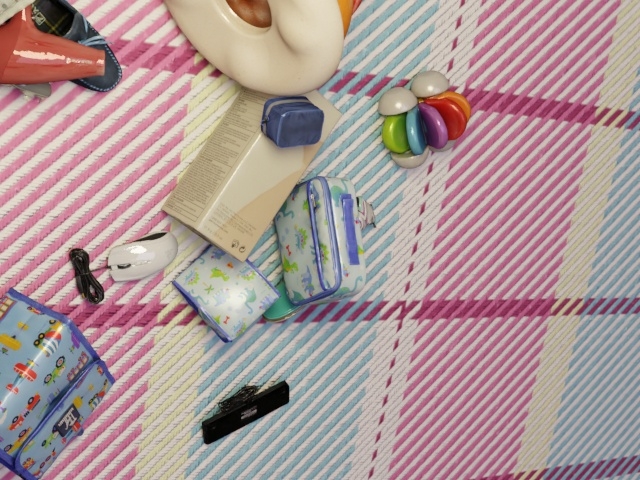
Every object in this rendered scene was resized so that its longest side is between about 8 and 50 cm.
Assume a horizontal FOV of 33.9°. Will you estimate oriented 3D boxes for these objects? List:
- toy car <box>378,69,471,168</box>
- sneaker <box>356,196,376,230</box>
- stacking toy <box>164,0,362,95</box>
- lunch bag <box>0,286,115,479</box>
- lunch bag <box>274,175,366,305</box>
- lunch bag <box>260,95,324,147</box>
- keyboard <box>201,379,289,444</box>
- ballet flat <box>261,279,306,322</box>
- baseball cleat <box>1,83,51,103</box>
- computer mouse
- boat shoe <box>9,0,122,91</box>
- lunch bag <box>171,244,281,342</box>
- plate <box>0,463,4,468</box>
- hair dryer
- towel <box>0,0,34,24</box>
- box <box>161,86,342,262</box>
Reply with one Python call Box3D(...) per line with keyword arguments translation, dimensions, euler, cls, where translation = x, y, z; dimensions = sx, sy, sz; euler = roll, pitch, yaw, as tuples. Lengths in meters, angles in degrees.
Box3D(translation=(0.206, -0.223, 1.987), dimensions=(0.182, 0.136, 0.159), euler=(-29, 120, -23), cls="toy car")
Box3D(translation=(0.082, -0.030, 2.021), dimensions=(0.069, 0.038, 0.098), euler=(24, 77, -42), cls="sneaker")
Box3D(translation=(-0.001, -0.495, 1.691), dimensions=(0.480, 0.350, 0.351), euler=(-49, 127, -30), cls="stacking toy")
Box3D(translation=(-0.458, 0.254, 1.687), dimensions=(0.221, 0.138, 0.293), euler=(-56, 153, -21), cls="lunch bag")
Box3D(translation=(0.000, 0.000, 1.865), dimensions=(0.090, 0.176, 0.219), euler=(0, 78, -36), cls="lunch bag")
Box3D(translation=(-0.051, -0.193, 1.690), dimensions=(0.098, 0.065, 0.067), euler=(-7, 124, -33), cls="lunch bag")
Box3D(translation=(-0.145, 0.312, 2.001), dimensions=(0.192, 0.038, 0.100), euler=(-24, 141, -27), cls="keyboard")
Box3D(translation=(-0.024, 0.083, 1.980), dimensions=(0.213, 0.072, 0.068), euler=(-47, 156, -10), cls="ballet flat")
Box3D(translation=(-0.476, -0.284, 1.543), dimensions=(0.206, 0.072, 0.109), euler=(23, 92, -38), cls="baseball cleat")
Box3D(translation=(-0.322, 0.035, 1.773), dimensions=(0.193, 0.042, 0.106), euler=(-21, 115, -27), cls="computer mouse")
Box3D(translation=(-0.398, -0.308, 1.577), dimensions=(0.258, 0.089, 0.109), euler=(38, 83, -36), cls="boat shoe")
Box3D(translation=(-0.169, 0.087, 1.865), dimensions=(0.129, 0.096, 0.151), euler=(-44, 95, -15), cls="lunch bag")
Box3D(translation=(-0.621, 0.263, 1.645), dimensions=(0.278, 0.045, 0.277), euler=(-3, 108, -34), cls="plate")
Box3D(translation=(-0.421, -0.323, 1.462), dimensions=(0.223, 0.080, 0.293), euler=(-45, 112, 5), cls="hair dryer")
Box3D(translation=(-0.463, -0.456, 1.393), dimensions=(0.324, 0.056, 0.312), euler=(-37, 95, 3), cls="towel")
Box3D(translation=(-0.118, -0.135, 1.792), dimensions=(0.121, 0.148, 0.311), euler=(38, 84, -37), cls="box")
